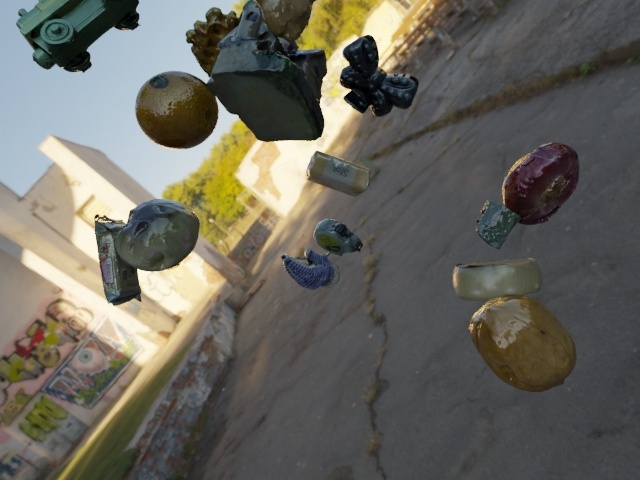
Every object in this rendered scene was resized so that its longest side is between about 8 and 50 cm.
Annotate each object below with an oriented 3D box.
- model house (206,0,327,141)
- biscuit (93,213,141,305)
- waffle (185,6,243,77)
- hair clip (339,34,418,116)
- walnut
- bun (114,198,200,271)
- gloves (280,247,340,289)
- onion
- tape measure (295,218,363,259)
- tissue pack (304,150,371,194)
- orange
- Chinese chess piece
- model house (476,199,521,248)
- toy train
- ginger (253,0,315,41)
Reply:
[{"bbox_3d":[-0.116,-0.450,1.209,0.298,0.243,0.284,49,-135,-62],"label":"model house"},{"bbox_3d":[-0.696,0.068,1.581,0.079,0.309,0.186,-9,-4,7],"label":"biscuit"},{"bbox_3d":[-0.268,-0.619,1.518,0.302,0.325,0.068,-7,64,14],"label":"waffle"},{"bbox_3d":[0.193,-0.573,1.671,0.206,0.310,0.194,-46,7,35],"label":"hair clip"},{"bbox_3d":[0.331,0.168,0.760,0.144,0.180,0.144,-47,1,2],"label":"walnut"},{"bbox_3d":[-0.509,-0.033,1.445,0.273,0.168,0.273,-8,48,9],"label":"bun"},{"bbox_3d":[-0.024,0.082,1.314,0.119,0.229,0.097,-54,46,13],"label":"gloves"},{"bbox_3d":[0.567,-0.160,1.226,0.230,0.230,0.163,-46,40,11],"label":"onion"},{"bbox_3d":[0.001,0.000,1.735,0.330,0.164,0.084,-10,35,50],"label":"tape measure"},{"bbox_3d":[0.060,-0.234,1.662,0.186,0.222,0.090,162,128,-80],"label":"tissue pack"},{"bbox_3d":[-0.406,-0.366,1.307,0.236,0.236,0.236,-46,10,11],"label":"orange"},{"bbox_3d":[0.520,0.110,1.369,0.250,0.103,0.250,-7,-1,0],"label":"Chinese chess piece"},{"bbox_3d":[0.365,-0.033,0.974,0.083,0.079,0.066,-58,-20,5],"label":"model house"},{"bbox_3d":[-0.685,-0.642,1.289,0.369,0.237,0.150,-50,-4,-15],"label":"toy train"},{"bbox_3d":[-0.109,-0.523,1.012,0.115,0.193,0.122,160,128,-72],"label":"ginger"}]
